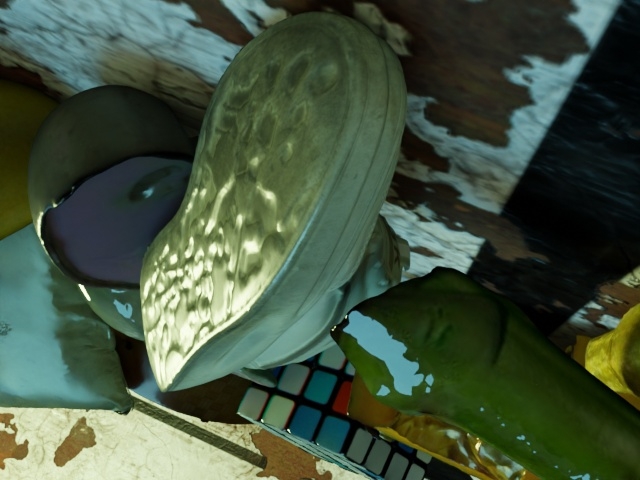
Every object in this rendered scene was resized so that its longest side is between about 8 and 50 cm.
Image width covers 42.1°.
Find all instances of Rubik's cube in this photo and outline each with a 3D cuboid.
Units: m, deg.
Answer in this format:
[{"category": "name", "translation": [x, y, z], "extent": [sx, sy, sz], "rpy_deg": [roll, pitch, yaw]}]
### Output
[{"category": "Rubik's cube", "translation": [0.035, 0.161, 0.885], "extent": [0.155, 0.151, 0.154], "rpy_deg": [11, 157, 43]}]

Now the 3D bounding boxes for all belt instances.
[{"category": "belt", "translation": [-0.136, 0.118, 0.960], "extent": [0.261, 0.105, 0.184], "rpy_deg": [18, -156, -41]}]

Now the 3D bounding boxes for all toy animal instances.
[{"category": "toy animal", "translation": [-0.127, 0.070, 0.773], "extent": [0.125, 0.127, 0.251], "rpy_deg": [5, 140, 37]}]

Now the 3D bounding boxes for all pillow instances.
[{"category": "pillow", "translation": [-0.286, 0.046, 0.811], "extent": [0.185, 0.075, 0.302], "rpy_deg": [2, 115, 10]}]

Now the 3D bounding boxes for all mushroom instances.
[{"category": "mushroom", "translation": [-0.129, -0.042, 0.566], "extent": [0.117, 0.141, 0.188], "rpy_deg": [56, 169, 17]}]

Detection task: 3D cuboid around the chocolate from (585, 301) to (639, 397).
[{"category": "chocolate", "translation": [0.201, 0.059, 0.453], "extent": [0.085, 0.086, 0.219], "rpy_deg": [25, 164, 0]}]

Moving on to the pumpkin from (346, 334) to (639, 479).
[{"category": "pumpkin", "translation": [0.174, 0.132, 0.610], "extent": [0.280, 0.139, 0.190], "rpy_deg": [24, 168, -8]}]

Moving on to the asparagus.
[{"category": "asparagus", "translation": [0.154, 0.118, 0.468], "extent": [0.343, 0.082, 0.085], "rpy_deg": [34, -168, -11]}]

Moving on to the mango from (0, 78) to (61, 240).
[{"category": "mango", "translation": [-0.341, -0.049, 0.645], "extent": [0.317, 0.211, 0.173], "rpy_deg": [-8, 111, 11]}]

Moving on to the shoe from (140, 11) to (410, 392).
[{"category": "shoe", "translation": [0.000, 0.000, 0.489], "extent": [0.159, 0.124, 0.316], "rpy_deg": [1, 154, -29]}]
